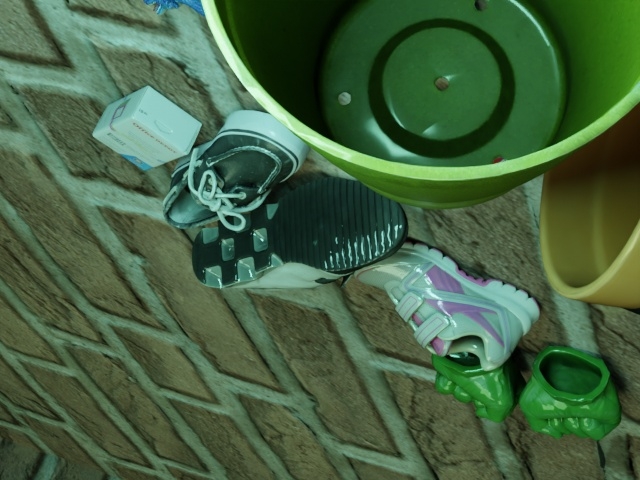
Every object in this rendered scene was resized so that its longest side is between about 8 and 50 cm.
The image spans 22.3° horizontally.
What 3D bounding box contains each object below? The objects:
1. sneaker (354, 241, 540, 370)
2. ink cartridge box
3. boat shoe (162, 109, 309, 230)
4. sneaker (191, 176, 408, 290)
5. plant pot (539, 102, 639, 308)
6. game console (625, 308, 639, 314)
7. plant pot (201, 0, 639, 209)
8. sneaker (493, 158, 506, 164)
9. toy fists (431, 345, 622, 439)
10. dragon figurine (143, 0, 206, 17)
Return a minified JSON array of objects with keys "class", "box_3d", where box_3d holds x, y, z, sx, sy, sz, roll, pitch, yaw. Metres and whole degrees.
[{"class":"sneaker","box_3d":[0.153,0.087,2.102,0.252,0.111,0.103,22,157,7]},{"class":"ink cartridge box","box_3d":[-0.220,-0.141,2.059,0.088,0.052,0.122,35,157,-24]},{"class":"boat shoe","box_3d":[-0.119,-0.077,2.027,0.113,0.105,0.306,35,156,-23]},{"class":"sneaker","box_3d":[0.000,0.000,2.089,0.330,0.122,0.146,-9,165,40]},{"class":"plant pot","box_3d":[0.337,-0.066,1.393,0.203,0.291,0.291,15,159,-11]},{"class":"game console","box_3d":[0.492,0.064,1.638,0.342,0.060,0.386,14,167,-38]},{"class":"plant pot","box_3d":[0.100,-0.181,1.328,0.366,0.366,0.353,22,169,8]},{"class":"sneaker","box_3d":[0.210,-0.102,1.690,0.042,0.067,0.118,37,154,-25]},{"class":"toy fists","box_3d":[0.283,0.204,2.251,0.279,0.096,0.142,12,155,24]},{"class":"dragon figurine","box_3d":[-0.052,-0.238,1.633,0.289,0.085,0.144,5,150,42]}]
